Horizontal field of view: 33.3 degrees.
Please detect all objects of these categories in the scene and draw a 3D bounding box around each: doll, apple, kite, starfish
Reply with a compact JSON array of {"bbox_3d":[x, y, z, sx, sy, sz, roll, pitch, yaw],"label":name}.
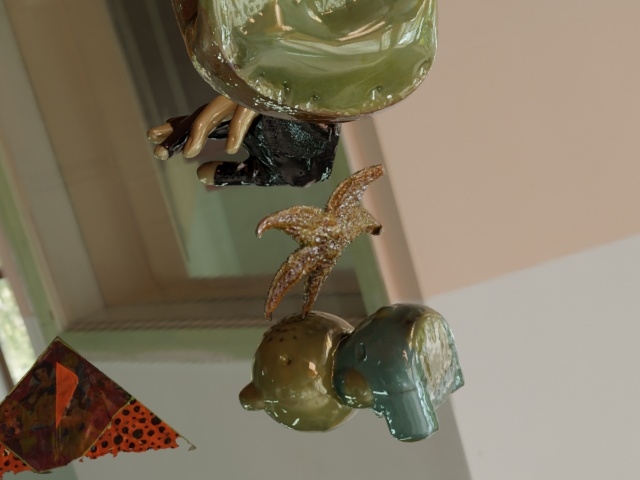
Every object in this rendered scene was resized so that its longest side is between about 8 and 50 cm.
[{"bbox_3d":[0.033,0.166,1.380,0.260,0.161,0.177,-8,-159,29],"label":"doll"},{"bbox_3d":[-0.014,-0.183,0.763,0.188,0.207,0.174,-5,173,-11],"label":"apple"},{"bbox_3d":[-0.208,0.128,0.839,0.222,0.008,0.125,-13,-127,5],"label":"kite"},{"bbox_3d":[0.001,0.001,1.303,0.043,0.227,0.240,32,-166,36],"label":"starfish"}]

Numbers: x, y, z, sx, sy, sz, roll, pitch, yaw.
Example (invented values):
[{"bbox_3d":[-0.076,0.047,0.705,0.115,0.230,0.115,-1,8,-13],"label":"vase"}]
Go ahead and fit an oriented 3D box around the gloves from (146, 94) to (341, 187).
[{"bbox_3d":[-0.115,-0.155,1.658,0.301,0.197,0.152,-5,-130,-14],"label":"gloves"}]
